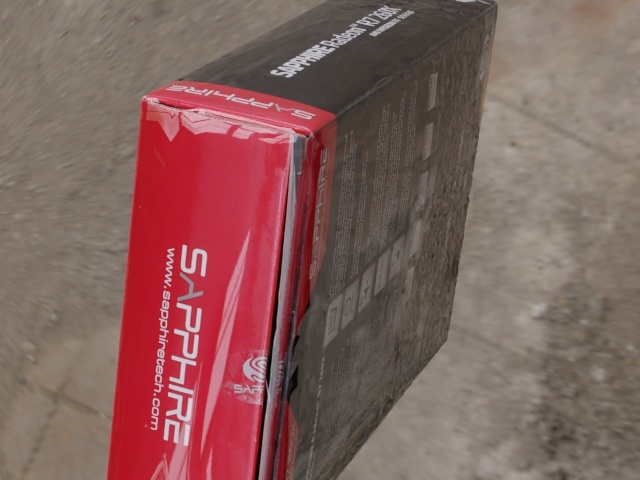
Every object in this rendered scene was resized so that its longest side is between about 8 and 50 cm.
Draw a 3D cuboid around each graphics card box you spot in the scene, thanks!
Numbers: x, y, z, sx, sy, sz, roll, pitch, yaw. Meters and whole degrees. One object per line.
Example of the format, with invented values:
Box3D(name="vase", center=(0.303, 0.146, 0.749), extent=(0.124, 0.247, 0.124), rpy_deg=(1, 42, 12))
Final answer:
Box3D(name="graphics card box", center=(0.000, 0.000, 1.075), extent=(0.094, 0.371, 0.233), rpy_deg=(12, 110, 16))
